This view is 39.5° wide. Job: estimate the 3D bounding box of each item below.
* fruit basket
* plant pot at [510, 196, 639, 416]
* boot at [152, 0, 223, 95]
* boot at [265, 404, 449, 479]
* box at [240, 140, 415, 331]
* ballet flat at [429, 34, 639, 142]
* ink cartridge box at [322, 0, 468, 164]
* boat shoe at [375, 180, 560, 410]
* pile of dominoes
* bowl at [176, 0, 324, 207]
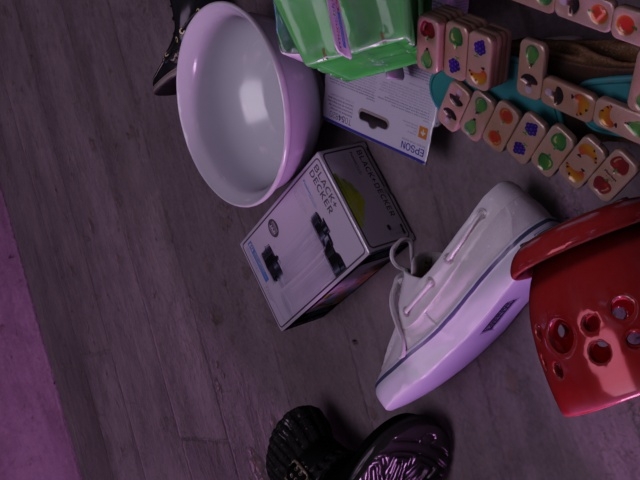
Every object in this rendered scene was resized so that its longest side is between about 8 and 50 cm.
[{"bbox_3d":[0.007,-0.350,0.948,0.165,0.327,0.353,-19,90,15],"label":"fruit basket"},{"bbox_3d":[0.294,0.059,0.870,0.191,0.191,0.174,-37,68,53],"label":"plant pot"},{"bbox_3d":[-0.232,-0.367,1.513,0.236,0.085,0.179,-31,75,47],"label":"boot"},{"bbox_3d":[0.038,0.334,1.373,0.348,0.131,0.260,-58,32,22],"label":"boot"},{"bbox_3d":[0.000,0.000,1.330,0.290,0.087,0.169,-43,68,51],"label":"box"},{"bbox_3d":[0.266,-0.159,0.877,0.342,0.124,0.116,11,130,52],"label":"ballet flat"},{"bbox_3d":[0.090,-0.237,1.153,0.223,0.045,0.224,32,126,43],"label":"ink cartridge box"},{"bbox_3d":[0.149,0.062,1.112,0.156,0.135,0.367,56,138,24],"label":"boat shoe"},{"bbox_3d":[0.194,-0.145,0.831,0.251,0.040,0.196,34,141,37],"label":"pile of dominoes"},{"bbox_3d":[-0.085,-0.207,1.328,0.298,0.134,0.298,25,122,48],"label":"bowl"}]
